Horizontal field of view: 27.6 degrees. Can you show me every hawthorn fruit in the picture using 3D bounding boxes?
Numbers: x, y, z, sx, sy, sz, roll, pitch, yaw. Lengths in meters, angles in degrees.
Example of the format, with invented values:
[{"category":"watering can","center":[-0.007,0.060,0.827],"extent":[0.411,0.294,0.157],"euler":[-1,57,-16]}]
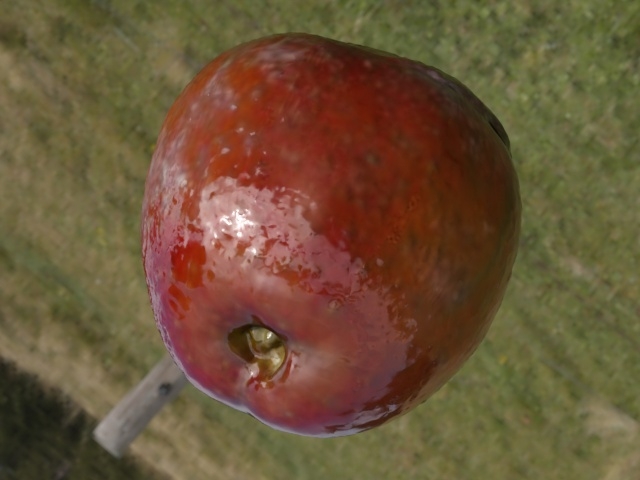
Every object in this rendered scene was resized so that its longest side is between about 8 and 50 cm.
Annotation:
[{"category":"hawthorn fruit","center":[0.000,0.000,0.572],"extent":[0.173,0.173,0.173],"euler":[37,165,12]}]
